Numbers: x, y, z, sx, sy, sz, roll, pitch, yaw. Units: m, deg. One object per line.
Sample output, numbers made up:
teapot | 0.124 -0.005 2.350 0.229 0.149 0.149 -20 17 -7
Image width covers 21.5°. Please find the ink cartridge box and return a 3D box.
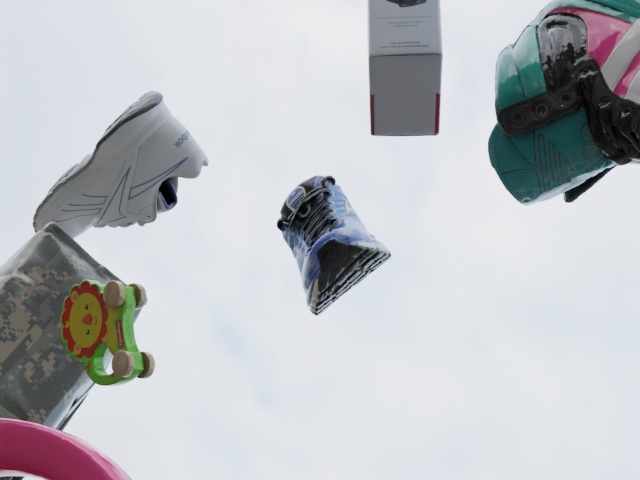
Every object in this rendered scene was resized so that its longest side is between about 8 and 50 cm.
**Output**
ink cartridge box | 0.083 -0.210 1.683 0.072 0.175 0.127 -1 -35 2

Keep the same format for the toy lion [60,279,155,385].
toy lion | -0.192 0.081 1.479 0.096 0.034 0.100 -23 -110 39

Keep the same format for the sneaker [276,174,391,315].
sneaker | 0.000 0.000 2.169 0.147 0.129 0.330 51 1 -2

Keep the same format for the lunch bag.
lunch bag | -0.348 0.160 1.823 0.169 0.235 0.287 40 -43 -5

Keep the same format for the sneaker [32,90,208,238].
sneaker | -0.258 -0.060 2.123 0.129 0.111 0.297 44 -48 -9

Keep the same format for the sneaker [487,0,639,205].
sneaker | 0.207 -0.071 1.127 0.124 0.178 0.295 44 15 -41

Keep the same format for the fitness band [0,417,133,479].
fitness band | -0.177 0.227 0.817 0.209 0.291 0.054 -5 -24 24
